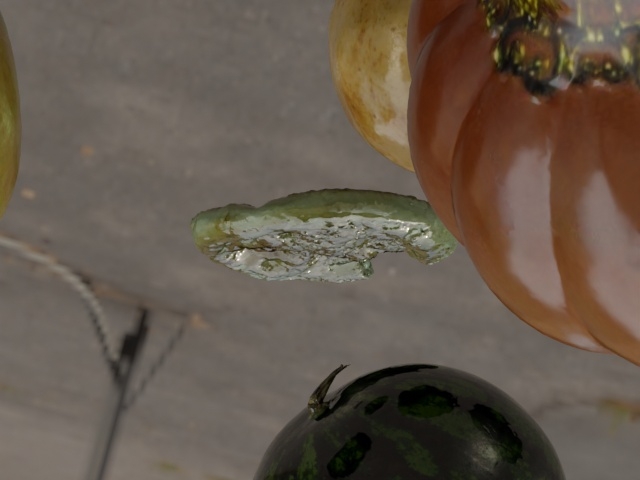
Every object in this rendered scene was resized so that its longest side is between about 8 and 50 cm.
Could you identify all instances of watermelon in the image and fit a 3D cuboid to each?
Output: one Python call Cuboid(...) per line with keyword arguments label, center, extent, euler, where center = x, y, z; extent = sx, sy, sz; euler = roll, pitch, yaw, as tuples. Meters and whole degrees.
Cuboid(label="watermelon", center=(0.064, 0.229, 1.482), extent=(0.269, 0.269, 0.269), euler=(13, 164, 4))

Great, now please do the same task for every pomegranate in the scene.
Cuboid(label="pomegranate", center=(0.104, -0.150, 1.456), extent=(0.207, 0.207, 0.207), euler=(13, 164, 4))

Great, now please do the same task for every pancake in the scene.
Cuboid(label="pancake", center=(0.000, 0.000, 1.738), extent=(0.254, 0.037, 0.253), euler=(-1, 165, 0))

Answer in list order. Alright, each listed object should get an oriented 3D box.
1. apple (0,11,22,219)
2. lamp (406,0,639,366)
Cuboid(label="apple", center=(-0.245, -0.056, 0.811), extent=(0.237, 0.237, 0.207), euler=(10, 159, 14))
Cuboid(label="lamp", center=(0.133, -0.062, 0.619), extent=(0.223, 0.223, 0.196), euler=(2, 156, 35))
